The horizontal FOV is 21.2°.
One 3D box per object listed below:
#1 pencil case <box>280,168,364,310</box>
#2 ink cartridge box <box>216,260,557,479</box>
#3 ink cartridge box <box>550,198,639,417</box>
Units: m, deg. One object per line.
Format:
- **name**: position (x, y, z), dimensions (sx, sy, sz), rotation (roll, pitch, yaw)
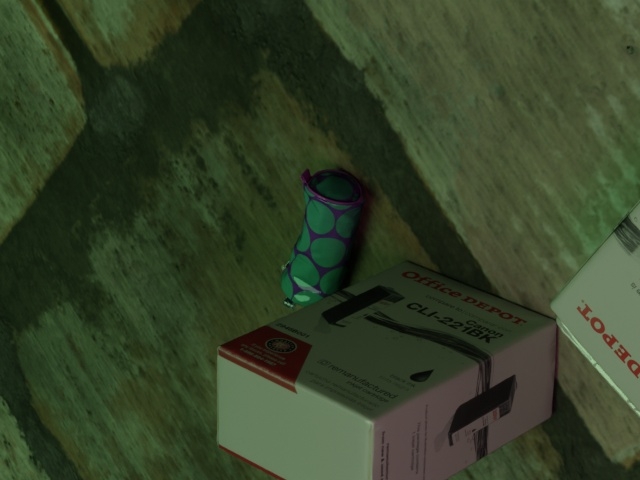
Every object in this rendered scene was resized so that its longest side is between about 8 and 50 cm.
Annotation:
- **pencil case**: position (0.000, 0.000, 1.771), dimensions (0.070, 0.064, 0.151), rotation (25, 128, 12)
- **ink cartridge box**: position (0.065, 0.134, 1.615), dimensions (0.197, 0.273, 0.114), rotation (22, 121, 38)
- **ink cartridge box**: position (0.349, 0.031, 1.373), dimensions (0.211, 0.122, 0.289), rotation (51, 138, 14)
